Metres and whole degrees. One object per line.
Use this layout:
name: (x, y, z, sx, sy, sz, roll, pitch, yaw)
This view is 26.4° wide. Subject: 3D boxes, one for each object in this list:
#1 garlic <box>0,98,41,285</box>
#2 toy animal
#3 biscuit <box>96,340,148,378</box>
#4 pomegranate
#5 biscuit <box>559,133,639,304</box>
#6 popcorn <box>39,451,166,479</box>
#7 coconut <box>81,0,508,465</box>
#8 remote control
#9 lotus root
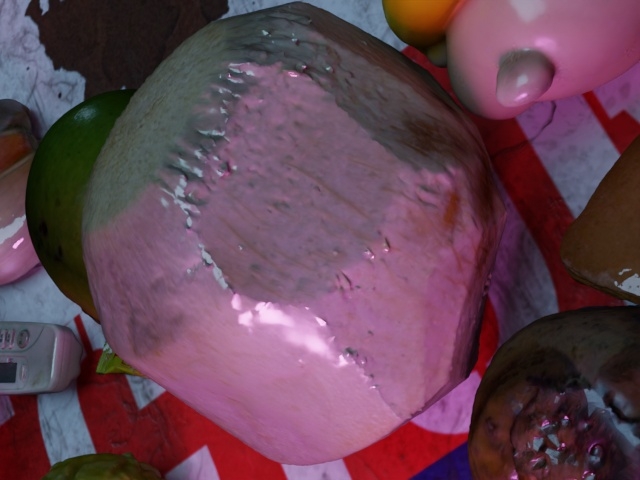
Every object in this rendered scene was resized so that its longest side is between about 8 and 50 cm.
garlic: (-0.425, -0.045, 1.715, 0.228, 0.110, 0.217, -49, 60, 15)
toy animal: (0.230, -0.240, 1.262, 0.247, 0.277, 0.345, 39, 69, 17)
biscuit: (-0.136, 0.148, 1.518, 0.292, 0.026, 0.048, 6, 63, 35)
pomegranate: (-0.179, -0.073, 1.484, 0.309, 0.216, 0.359, 33, 97, 39)
biscuit: (0.324, -0.021, 1.198, 0.186, 0.036, 0.192, 28, 75, 39)
popcorn: (-0.236, 0.336, 1.448, 0.204, 0.183, 0.221, 45, 104, 2)
coconut: (0.000, 0.000, 1.244, 0.344, 0.415, 0.415, 19, 90, 63)
remote control: (-0.375, 0.144, 1.663, 0.230, 0.049, 0.090, -4, 78, 42)
lotus root: (0.235, 0.169, 1.172, 0.272, 0.192, 0.272, -3, 84, 32)
